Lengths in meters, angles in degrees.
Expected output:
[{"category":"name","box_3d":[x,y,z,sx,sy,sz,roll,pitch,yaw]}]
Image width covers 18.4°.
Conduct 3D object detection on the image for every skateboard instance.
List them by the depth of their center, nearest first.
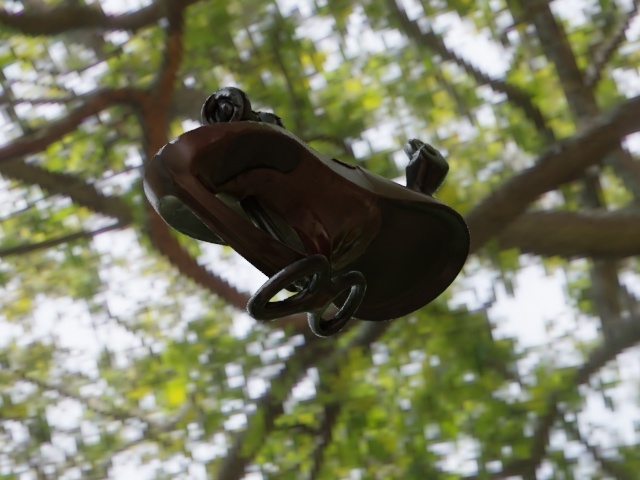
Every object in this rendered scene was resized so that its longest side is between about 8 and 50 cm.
[{"category":"skateboard","box_3d":[0.000,0.000,0.685,0.151,0.067,0.080,16,-148,-52]}]
